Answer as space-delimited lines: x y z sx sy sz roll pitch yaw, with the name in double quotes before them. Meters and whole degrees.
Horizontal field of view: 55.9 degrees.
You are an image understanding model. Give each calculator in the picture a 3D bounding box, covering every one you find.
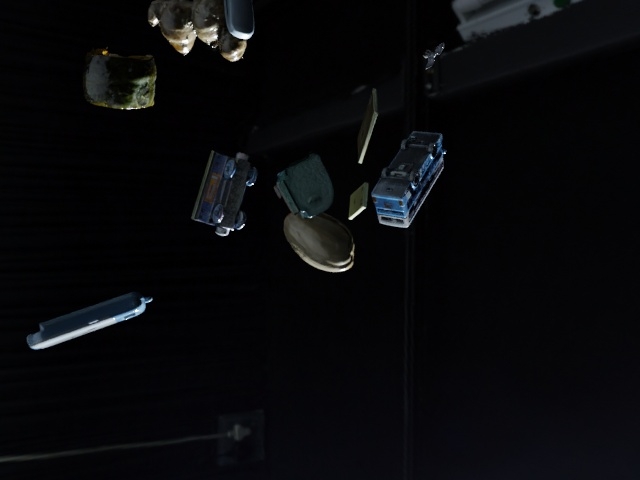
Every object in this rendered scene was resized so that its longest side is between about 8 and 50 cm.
"calculator" -0.392 0.134 1.034 0.039 0.211 0.121 70 -20 3

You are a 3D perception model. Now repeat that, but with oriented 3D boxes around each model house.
"model house" -0.052 -0.132 1.540 0.148 0.120 0.149 63 -22 -11

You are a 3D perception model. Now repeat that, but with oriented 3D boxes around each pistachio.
"pistachio" 0.000 0.000 1.618 0.215 0.144 0.143 36 -57 11

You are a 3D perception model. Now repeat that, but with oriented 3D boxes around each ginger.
"ginger" -0.462 -0.813 2.260 0.176 0.376 0.256 -83 178 -63

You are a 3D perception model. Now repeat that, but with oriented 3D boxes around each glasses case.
"glasses case" -0.209 -0.595 1.543 0.045 0.067 0.178 -32 -121 50

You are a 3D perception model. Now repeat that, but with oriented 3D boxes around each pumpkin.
"pumpkin" -0.549 -0.457 1.680 0.280 0.190 0.139 -111 -156 -64

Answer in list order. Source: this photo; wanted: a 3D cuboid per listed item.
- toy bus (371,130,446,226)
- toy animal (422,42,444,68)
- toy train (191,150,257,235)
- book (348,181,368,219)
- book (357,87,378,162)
"toy bus" 0.248 -0.176 1.662 0.106 0.297 0.130 11 -44 29
"toy animal" 0.284 -0.481 1.567 0.050 0.028 0.084 31 -97 36
"toy train" -0.338 -0.172 2.159 0.202 0.131 0.299 21 -86 50
"book" 0.109 -0.113 1.736 0.111 0.014 0.077 140 -40 -65
"book" 0.148 -0.362 1.906 0.198 0.016 0.138 106 -10 -45
